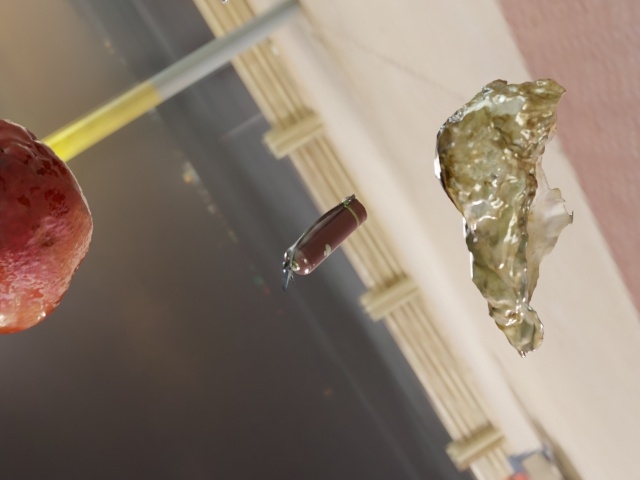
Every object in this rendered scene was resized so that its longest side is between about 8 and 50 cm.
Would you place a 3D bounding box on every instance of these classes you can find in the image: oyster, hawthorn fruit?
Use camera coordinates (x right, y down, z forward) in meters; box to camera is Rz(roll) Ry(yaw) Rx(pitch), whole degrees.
[{"bbox_3d":[0.152,-0.027,1.073,0.161,0.107,0.232,-75,-19,-52],"label":"oyster"},{"bbox_3d":[-0.282,-0.023,1.109,0.189,0.190,0.251,57,145,14],"label":"hawthorn fruit"}]

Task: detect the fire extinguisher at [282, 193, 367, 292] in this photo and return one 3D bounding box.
[{"bbox_3d":[0.000,0.000,1.707,0.043,0.158,0.064,25,139,28],"label":"fire extinguisher"}]

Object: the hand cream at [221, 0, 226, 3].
[{"bbox_3d":[-0.124,-0.260,0.722,0.336,0.121,0.076,35,-142,-36],"label":"hand cream"}]
